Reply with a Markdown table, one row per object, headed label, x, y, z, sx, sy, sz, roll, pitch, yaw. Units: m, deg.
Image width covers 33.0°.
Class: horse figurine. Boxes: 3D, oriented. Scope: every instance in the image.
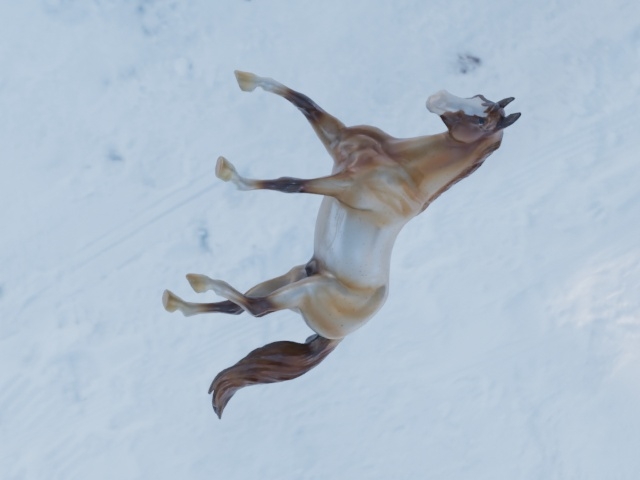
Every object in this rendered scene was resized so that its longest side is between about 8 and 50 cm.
| label | x | y | z | sx | sy | sz | roll | pitch | yaw |
| --- | --- | --- | --- | --- | --- | --- | --- | --- | --- |
| horse figurine | 0.000 | 0.000 | 0.716 | 0.174 | 0.066 | 0.263 | 9 | 117 | -22 |
